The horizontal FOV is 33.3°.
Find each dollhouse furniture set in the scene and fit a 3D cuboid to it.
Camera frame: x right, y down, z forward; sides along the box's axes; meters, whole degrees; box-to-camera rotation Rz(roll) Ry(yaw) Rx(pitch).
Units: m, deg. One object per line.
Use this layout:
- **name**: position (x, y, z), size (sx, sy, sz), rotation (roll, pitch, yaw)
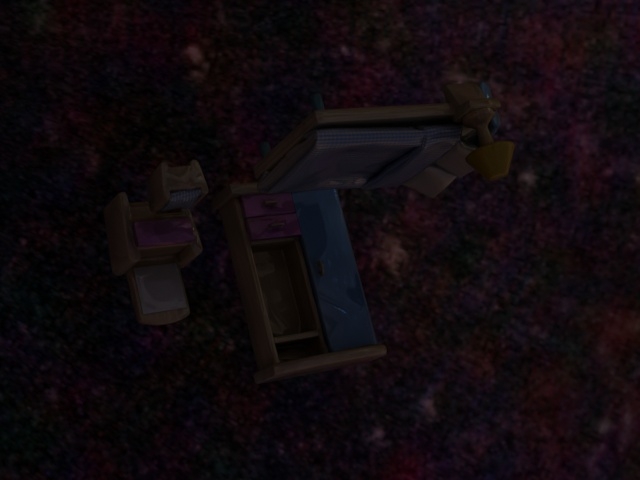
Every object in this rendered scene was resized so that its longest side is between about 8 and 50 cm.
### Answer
- **dollhouse furniture set**: position (0.000, 0.000, 0.976), size (0.286, 0.303, 0.198), rotation (-7, 75, -32)
